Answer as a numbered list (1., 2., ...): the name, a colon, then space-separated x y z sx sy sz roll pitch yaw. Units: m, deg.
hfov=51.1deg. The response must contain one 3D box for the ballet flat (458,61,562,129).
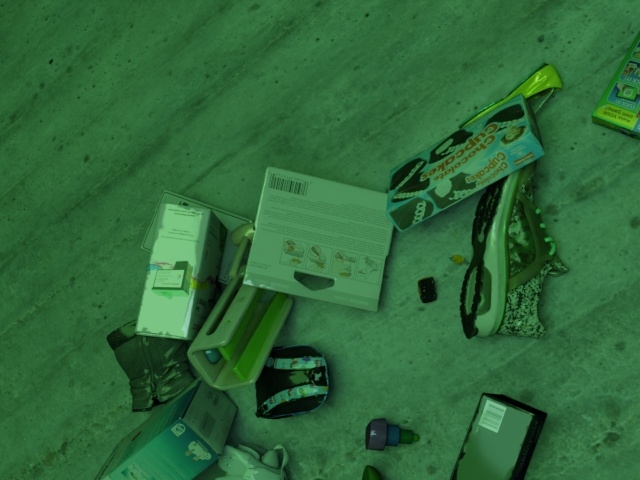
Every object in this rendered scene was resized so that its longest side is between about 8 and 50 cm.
1. ballet flat: 0.403 -0.278 1.404 0.231 0.077 0.077 -36 82 11

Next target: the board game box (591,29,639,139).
1. board game box: 0.716 -0.265 1.266 0.317 0.046 0.213 29 90 28

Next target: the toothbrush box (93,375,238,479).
1. toothbrush box: -0.344 0.463 1.478 0.295 0.216 0.126 -41 99 13

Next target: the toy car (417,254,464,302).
1. toy car: 0.254 0.080 1.415 0.122 0.060 0.040 -31 21 -2

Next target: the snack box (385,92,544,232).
1. snack box: 0.282 -0.156 1.348 0.322 0.060 0.187 -30 26 26

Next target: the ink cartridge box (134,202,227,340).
1. ink cartridge box: -0.296 0.080 1.456 0.117 0.201 0.278 8 79 4

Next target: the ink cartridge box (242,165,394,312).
1. ink cartridge box: 0.000 0.000 1.441 0.297 0.066 0.261 13 81 -7

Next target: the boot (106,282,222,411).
1. boot: -0.339 0.260 1.614 0.338 0.118 0.222 -32 76 17

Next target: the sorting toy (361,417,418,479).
1. sorting toy: 0.143 0.543 1.327 0.126 0.127 0.365 7 76 -3

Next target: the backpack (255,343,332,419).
1. backpack: -0.050 0.302 1.447 0.173 0.117 0.158 -14 72 22

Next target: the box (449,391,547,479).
1. box: 0.311 0.417 1.213 0.103 0.184 0.261 20 87 25

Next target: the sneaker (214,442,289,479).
1. sneaker: -0.220 0.555 1.461 0.366 0.137 0.210 -9 73 18

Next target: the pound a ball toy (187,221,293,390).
1. pound a ball toy: -0.188 0.135 1.448 0.136 0.208 0.319 -15 30 28

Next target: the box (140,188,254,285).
1. box: -0.288 -0.005 1.651 0.290 0.087 0.169 18 86 27

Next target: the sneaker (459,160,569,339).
1. sneaker: 0.400 0.012 1.325 0.182 0.158 0.410 15 81 -4
